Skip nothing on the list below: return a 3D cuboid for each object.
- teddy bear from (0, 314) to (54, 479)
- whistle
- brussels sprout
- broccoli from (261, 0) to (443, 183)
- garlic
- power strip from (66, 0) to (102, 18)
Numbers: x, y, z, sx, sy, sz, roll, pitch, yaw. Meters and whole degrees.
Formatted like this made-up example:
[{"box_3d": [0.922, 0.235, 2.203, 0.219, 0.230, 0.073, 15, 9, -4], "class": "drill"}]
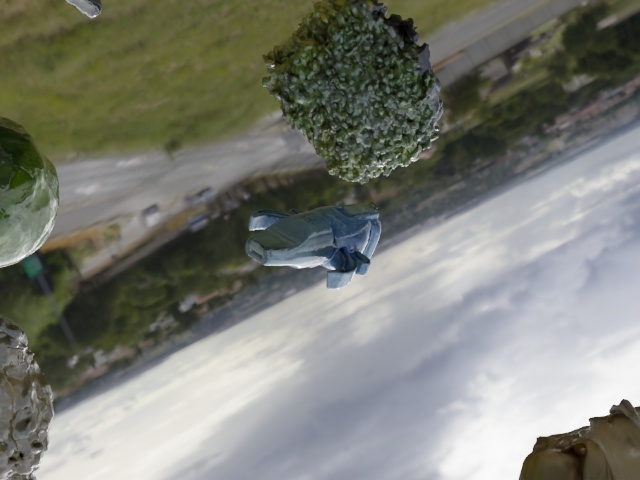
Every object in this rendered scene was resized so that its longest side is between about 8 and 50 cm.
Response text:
[{"box_3d": [-0.312, 0.102, 0.737, 0.256, 0.267, 0.156, 14, -147, 15], "class": "teddy bear"}, {"box_3d": [0.000, 0.000, 1.393, 0.269, 0.180, 0.093, -12, 129, -46], "class": "whistle"}, {"box_3d": [-0.481, -0.078, 1.371, 0.219, 0.271, 0.210, -12, 131, -10], "class": "brussels sprout"}, {"box_3d": [0.019, -0.187, 1.255, 0.180, 0.242, 0.273, -32, -164, -19], "class": "broccoli"}, {"box_3d": [0.324, 0.285, 1.006, 0.184, 0.203, 0.281, 7, 153, -30], "class": "garlic"}, {"box_3d": [-0.327, -0.382, 0.995, 0.092, 0.257, 0.251, -33, 155, 8], "class": "power strip"}]
